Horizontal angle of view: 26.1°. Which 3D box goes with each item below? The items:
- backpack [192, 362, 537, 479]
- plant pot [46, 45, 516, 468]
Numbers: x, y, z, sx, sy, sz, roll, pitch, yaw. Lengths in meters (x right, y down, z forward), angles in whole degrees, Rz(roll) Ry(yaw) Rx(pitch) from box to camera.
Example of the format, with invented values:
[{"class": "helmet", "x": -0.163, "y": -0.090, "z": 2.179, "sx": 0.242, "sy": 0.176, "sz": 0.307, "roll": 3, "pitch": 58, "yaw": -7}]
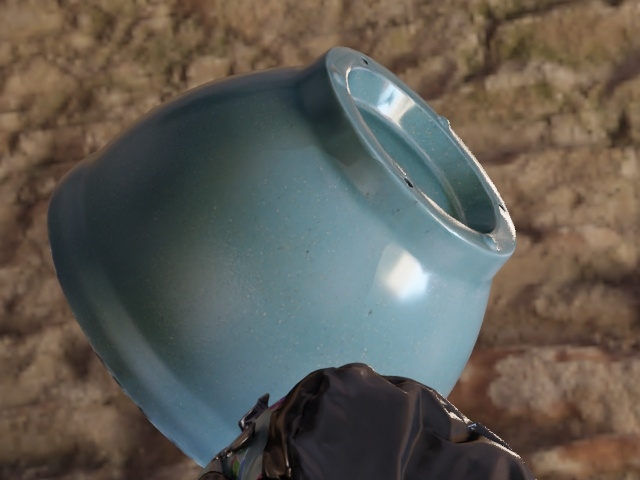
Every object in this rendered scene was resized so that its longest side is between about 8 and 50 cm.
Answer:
[{"class": "backpack", "x": 0.003, "y": 0.131, "z": 0.530, "sx": 0.182, "sy": 0.152, "sz": 0.115, "roll": -42, "pitch": -171, "yaw": 46}, {"class": "plant pot", "x": 0.000, "y": 0.000, "z": 0.899, "sx": 0.196, "sy": 0.293, "sz": 0.293, "roll": -41, "pitch": 176, "yaw": 21}]
